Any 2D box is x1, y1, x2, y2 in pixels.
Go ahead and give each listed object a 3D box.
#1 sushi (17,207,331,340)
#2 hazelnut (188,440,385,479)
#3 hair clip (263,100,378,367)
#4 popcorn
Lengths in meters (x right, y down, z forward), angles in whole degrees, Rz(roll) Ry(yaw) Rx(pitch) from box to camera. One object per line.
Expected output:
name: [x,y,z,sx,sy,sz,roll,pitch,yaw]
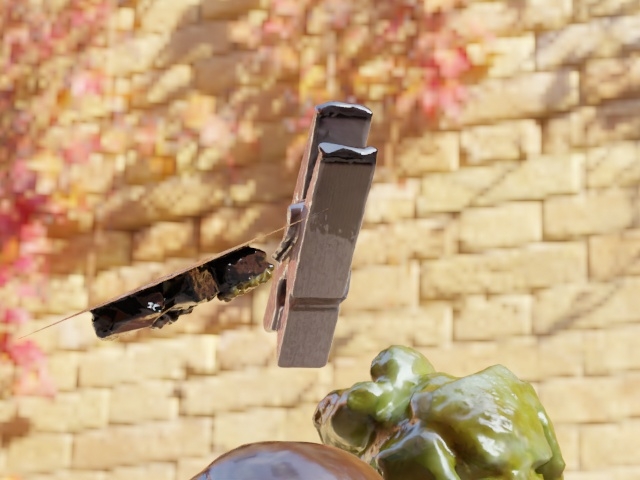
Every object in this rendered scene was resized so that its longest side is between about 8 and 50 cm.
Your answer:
sushi: [-0.120,0.047,1.696,0.192,0.043,0.279,-22,1,31]
hazelnut: [-0.035,0.236,1.266,0.212,0.181,0.181,-21,7,16]
hair clip: [-0.004,0.000,2.135,0.085,0.101,0.330,0,-49,-19]
popcorn: [0.115,0.232,1.928,0.276,0.276,0.225,-7,-31,24]
